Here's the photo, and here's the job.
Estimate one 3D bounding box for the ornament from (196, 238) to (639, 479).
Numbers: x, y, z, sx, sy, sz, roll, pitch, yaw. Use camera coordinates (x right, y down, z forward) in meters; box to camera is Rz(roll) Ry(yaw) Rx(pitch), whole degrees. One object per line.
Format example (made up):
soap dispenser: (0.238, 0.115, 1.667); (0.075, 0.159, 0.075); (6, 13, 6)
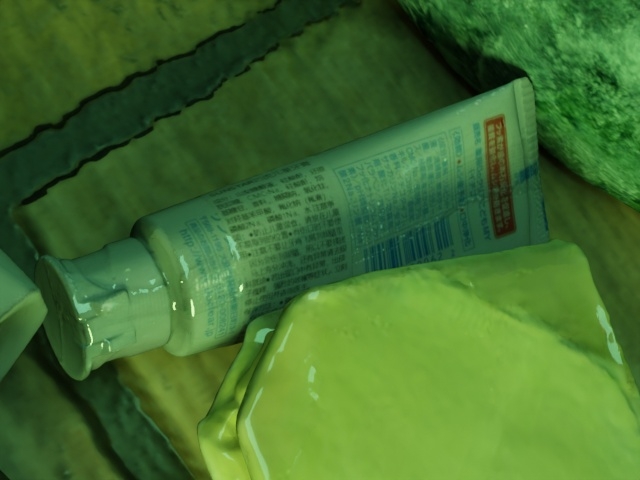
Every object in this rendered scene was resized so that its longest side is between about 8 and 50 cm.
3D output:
ornament: (0.067, 0.069, 0.676); (0.201, 0.059, 0.180); (33, 63, -13)

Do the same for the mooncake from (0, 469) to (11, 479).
mooncake: (-0.184, 0.156, 0.534); (0.228, 0.124, 0.228); (6, 64, -11)

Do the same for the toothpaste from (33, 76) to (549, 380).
toothpaste: (0.000, 0.000, 0.702); (0.234, 0.057, 0.089); (-17, 110, -24)

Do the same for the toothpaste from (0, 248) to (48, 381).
toothpaste: (-0.265, -0.069, 0.637); (0.371, 0.080, 0.125); (39, 60, 6)

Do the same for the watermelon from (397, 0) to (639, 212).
watermelon: (0.155, -0.197, 0.777); (0.258, 0.228, 0.387); (-33, 86, -38)
